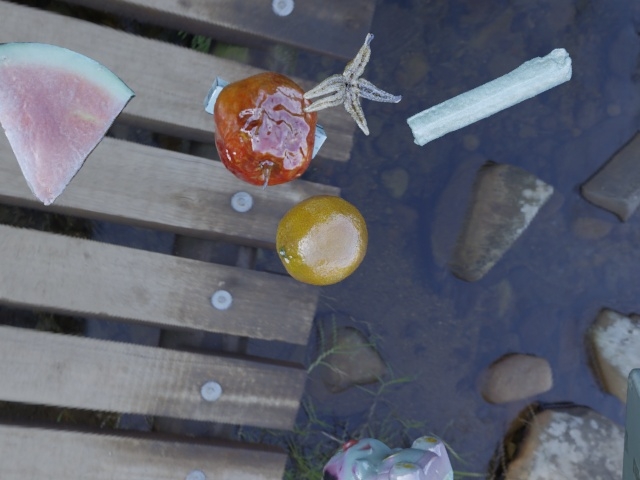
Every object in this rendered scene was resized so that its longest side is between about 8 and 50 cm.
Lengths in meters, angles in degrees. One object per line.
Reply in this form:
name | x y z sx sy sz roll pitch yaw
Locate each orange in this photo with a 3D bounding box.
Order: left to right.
orange | 0.000 0.000 1.963 0.264 0.264 0.264 -2 95 -21

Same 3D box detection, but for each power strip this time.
power strip | 0.439 0.315 0.894 0.059 0.194 0.265 -4 120 11

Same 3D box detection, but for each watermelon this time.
watermelon | -0.343 -0.162 0.923 0.207 0.136 0.202 3 112 -2

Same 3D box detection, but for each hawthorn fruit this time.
hawthorn fruit | -0.098 -0.178 1.287 0.207 0.207 0.243 12 48 -21

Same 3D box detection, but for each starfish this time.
starfish | 0.048 -0.217 0.955 0.133 0.041 0.130 17 93 -16

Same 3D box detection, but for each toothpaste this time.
toothpaste | -0.148 -0.328 1.902 0.336 0.067 0.081 21 119 -25

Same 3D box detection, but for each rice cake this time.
rice cake | 0.120 -0.102 0.500 0.121 0.022 0.021 -23 64 13

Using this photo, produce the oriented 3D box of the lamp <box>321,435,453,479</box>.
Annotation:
lamp | 0.152 0.574 1.610 0.247 0.301 0.247 -32 104 -51
